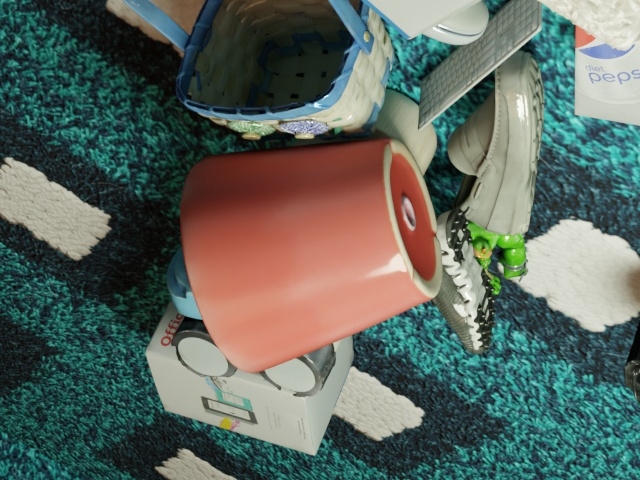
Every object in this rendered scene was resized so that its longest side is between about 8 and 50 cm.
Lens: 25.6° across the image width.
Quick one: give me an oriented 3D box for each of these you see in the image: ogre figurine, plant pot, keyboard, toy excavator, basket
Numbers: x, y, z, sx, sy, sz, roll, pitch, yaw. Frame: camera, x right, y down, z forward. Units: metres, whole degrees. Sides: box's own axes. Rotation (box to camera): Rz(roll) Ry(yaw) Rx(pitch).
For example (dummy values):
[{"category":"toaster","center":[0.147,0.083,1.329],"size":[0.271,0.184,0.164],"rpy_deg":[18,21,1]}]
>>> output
[{"category":"ogre figurine","center":[0.194,0.012,1.890],"size":[0.197,0.097,0.118],"rpy_deg":[15,138,-1]},{"category":"plant pot","center":[0.000,0.000,1.668],"size":[0.243,0.275,0.275],"rpy_deg":[-15,135,19]},{"category":"keyboard","center":[0.178,-0.208,1.601],"size":[0.014,0.072,0.256],"rpy_deg":[22,150,-19]},{"category":"toy excavator","center":[-0.035,-0.011,1.929],"size":[0.433,0.222,0.445],"rpy_deg":[7,135,25]},{"category":"basket","center":[-0.054,-0.230,1.593],"size":[0.255,0.201,0.289],"rpy_deg":[1,151,34]}]

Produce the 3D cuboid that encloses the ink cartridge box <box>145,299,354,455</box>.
[{"category":"ink cartridge box","center":[-0.108,0.182,2.245],"size":[0.270,0.198,0.197],"rpy_deg":[15,148,15]}]

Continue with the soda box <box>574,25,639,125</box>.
[{"category":"soda box","center":[0.313,-0.246,1.433],"size":[0.091,0.098,0.286],"rpy_deg":[12,147,18]}]

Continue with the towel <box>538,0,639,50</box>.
[{"category":"towel","center":[0.196,-0.283,1.130],"size":[0.282,0.049,0.187],"rpy_deg":[26,121,-15]}]

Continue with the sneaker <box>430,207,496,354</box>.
[{"category":"sneaker","center":[0.159,0.053,1.821],"size":[0.106,0.078,0.234],"rpy_deg":[0,132,28]}]

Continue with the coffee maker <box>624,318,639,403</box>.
[{"category":"coffee maker","center":[0.450,0.109,1.795],"size":[0.120,0.178,0.171],"rpy_deg":[-9,136,39]}]

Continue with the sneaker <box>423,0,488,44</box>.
[{"category":"sneaker","center":[0.096,-0.307,1.485],"size":[0.258,0.094,0.091],"rpy_deg":[40,149,-23]}]

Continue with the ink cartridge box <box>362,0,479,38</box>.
[{"category":"ink cartridge box","center":[0.109,-0.344,1.291],"size":[0.171,0.232,0.168],"rpy_deg":[37,147,-21]}]

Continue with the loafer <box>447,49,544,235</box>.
[{"category":"loafer","center":[0.207,-0.111,1.690],"size":[0.111,0.112,0.319],"rpy_deg":[8,147,9]}]
